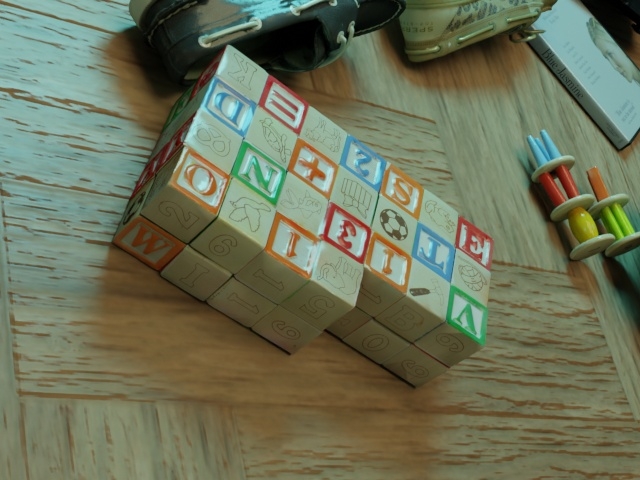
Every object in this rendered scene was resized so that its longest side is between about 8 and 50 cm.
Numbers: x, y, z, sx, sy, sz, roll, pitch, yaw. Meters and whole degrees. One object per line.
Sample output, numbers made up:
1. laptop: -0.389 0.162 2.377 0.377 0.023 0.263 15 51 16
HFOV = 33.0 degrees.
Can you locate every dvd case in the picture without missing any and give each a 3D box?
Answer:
1. dvd case: 0.348 -0.251 1.434 0.253 0.022 0.180 49 40 -2

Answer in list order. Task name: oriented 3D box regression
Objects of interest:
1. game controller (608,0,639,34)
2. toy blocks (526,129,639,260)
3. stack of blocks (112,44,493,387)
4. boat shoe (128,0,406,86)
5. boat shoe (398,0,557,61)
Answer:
1. game controller: 0.360 -0.404 1.521 0.319 0.067 0.166 32 19 -22
2. toy blocks: 0.295 -0.055 1.216 0.123 0.054 0.148 -3 63 -43
3. stack of blocks: 0.000 0.000 0.879 0.297 0.087 0.171 34 43 -19
4. boat shoe: -0.029 -0.194 0.987 0.302 0.114 0.091 -16 71 -35
5. boat shoe: 0.184 -0.265 1.251 0.285 0.104 0.089 -16 111 -42
